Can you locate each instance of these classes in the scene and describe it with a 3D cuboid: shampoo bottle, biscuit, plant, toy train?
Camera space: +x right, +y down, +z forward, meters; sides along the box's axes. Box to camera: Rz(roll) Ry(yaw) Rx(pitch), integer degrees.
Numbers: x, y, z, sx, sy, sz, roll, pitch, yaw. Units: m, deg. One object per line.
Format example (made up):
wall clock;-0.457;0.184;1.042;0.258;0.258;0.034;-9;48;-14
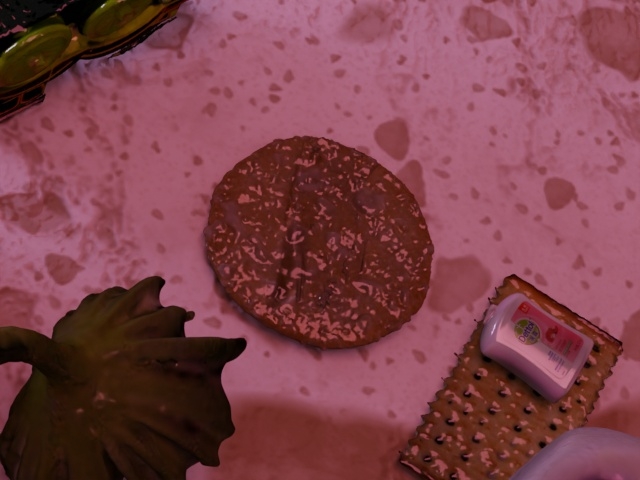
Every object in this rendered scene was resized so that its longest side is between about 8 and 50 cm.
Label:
shampoo bottle;0.191;0.092;1.565;0.099;0.043;0.072;35;58;0
biscuit;0.000;0.001;1.577;0.220;0.033;0.220;7;62;-12
biscuit;0.175;0.146;1.568;0.139;0.016;0.231;33;60;0
plant;-0.165;0.114;1.298;0.180;0.333;0.251;17;72;7
toy train;-0.209;-0.218;1.551;0.296;0.160;0.100;-29;80;-24

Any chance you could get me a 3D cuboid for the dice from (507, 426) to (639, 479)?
dice;0.175;0.343;1.307;0.304;0.304;0.277;-38;81;-28
